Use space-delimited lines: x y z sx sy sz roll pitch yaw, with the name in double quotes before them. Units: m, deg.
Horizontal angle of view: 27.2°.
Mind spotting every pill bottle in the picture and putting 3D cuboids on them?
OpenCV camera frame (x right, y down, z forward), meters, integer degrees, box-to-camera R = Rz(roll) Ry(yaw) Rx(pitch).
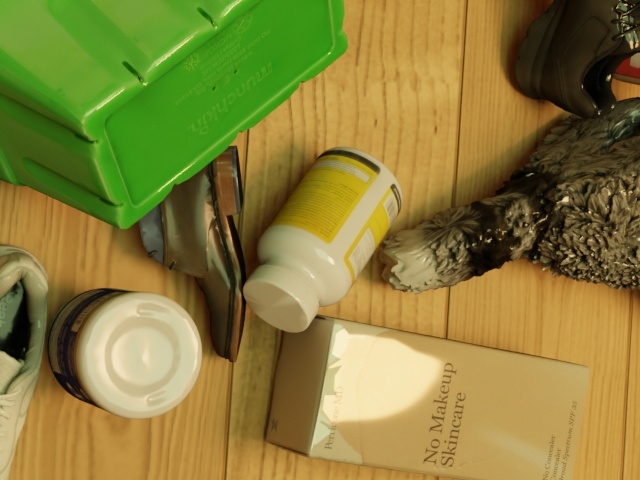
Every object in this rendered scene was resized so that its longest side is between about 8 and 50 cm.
"pill bottle" -0.189 0.099 1.210 0.112 0.187 0.112 0 90 -24
"pill bottle" 0.000 0.000 1.318 0.103 0.103 0.184 46 55 -17

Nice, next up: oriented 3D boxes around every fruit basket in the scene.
"fruit basket" -0.205 -0.249 1.208 0.392 0.283 0.392 -3 57 4

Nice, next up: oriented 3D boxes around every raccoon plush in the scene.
"raccoon plush" 0.310 0.033 1.485 0.447 0.216 0.299 -20 115 6

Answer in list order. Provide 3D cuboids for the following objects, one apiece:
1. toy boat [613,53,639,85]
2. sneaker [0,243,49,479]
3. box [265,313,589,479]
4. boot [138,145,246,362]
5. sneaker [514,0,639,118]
"toy boat" 0.403 -0.254 1.446 0.151 0.231 0.151 -54 137 -18
"sneaker" -0.311 0.146 1.196 0.110 0.118 0.292 13 86 -26
"box" 0.112 0.171 1.383 0.311 0.121 0.148 11 86 -24
"boot" -0.129 0.015 1.316 0.106 0.082 0.219 -2 100 0
"sneaker" 0.308 -0.263 1.409 0.109 0.130 0.286 -13 127 -33
